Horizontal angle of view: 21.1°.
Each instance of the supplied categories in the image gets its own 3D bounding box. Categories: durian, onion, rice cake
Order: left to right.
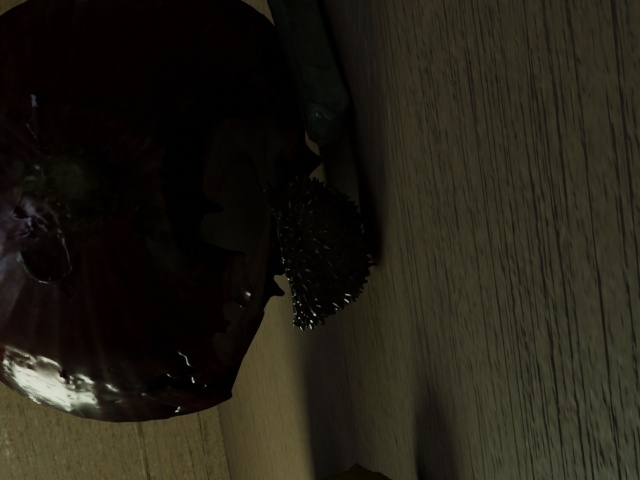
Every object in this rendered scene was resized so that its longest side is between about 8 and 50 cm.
[{"bbox_3d":[-0.164,-0.031,1.305,0.341,0.341,0.341,169,90,-82],"label":"onion"},{"bbox_3d":[-0.015,-0.163,1.255,0.043,0.034,0.211,104,155,-60],"label":"rice cake"},{"bbox_3d":[0.001,-0.002,1.220,0.140,0.071,0.110,69,-172,-50],"label":"durian"}]

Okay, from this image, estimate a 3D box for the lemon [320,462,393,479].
[{"bbox_3d":[0.027,0.222,1.202,0.109,0.109,0.133,120,147,-77],"label":"lemon"}]
